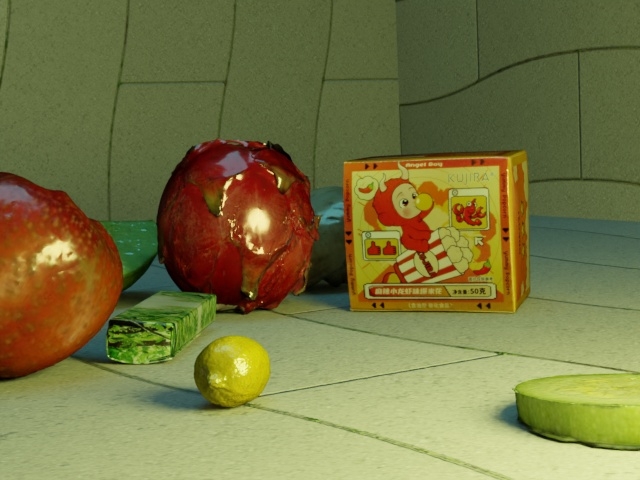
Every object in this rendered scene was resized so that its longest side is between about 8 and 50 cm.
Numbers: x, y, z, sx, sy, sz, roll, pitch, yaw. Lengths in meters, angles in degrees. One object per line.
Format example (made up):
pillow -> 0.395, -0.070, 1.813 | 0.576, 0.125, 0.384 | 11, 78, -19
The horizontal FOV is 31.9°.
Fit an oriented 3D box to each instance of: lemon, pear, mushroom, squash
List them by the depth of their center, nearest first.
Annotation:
squash -> 0.303, 0.159, 1.115 | 0.219, 0.041, 0.219 | -2, 5, 0
lemon -> -0.099, 0.145, 1.245 | 0.082, 0.082, 0.111 | -1, -1, 20
pear -> -0.432, 0.058, 2.108 | 0.288, 0.139, 0.239 | 0, 19, -22
mushroom -> 0.000, 0.000, 2.191 | 0.184, 0.255, 0.255 | 43, -17, -25

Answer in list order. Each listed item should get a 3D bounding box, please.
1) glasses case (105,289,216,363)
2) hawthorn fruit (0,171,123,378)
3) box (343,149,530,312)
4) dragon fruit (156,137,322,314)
glasses case -> -0.226, 0.124, 1.631 | 0.095, 0.062, 0.272 | 4, 7, 7
hawthorn fruit -> -0.418, 0.049, 1.454 | 0.300, 0.275, 0.275 | -38, 25, -32
box -> 0.202, -0.018, 1.896 | 0.283, 0.259, 0.214 | -1, 5, 20
dragon fruit -> -0.145, -0.024, 1.944 | 0.296, 0.301, 0.295 | -3, -2, 0
